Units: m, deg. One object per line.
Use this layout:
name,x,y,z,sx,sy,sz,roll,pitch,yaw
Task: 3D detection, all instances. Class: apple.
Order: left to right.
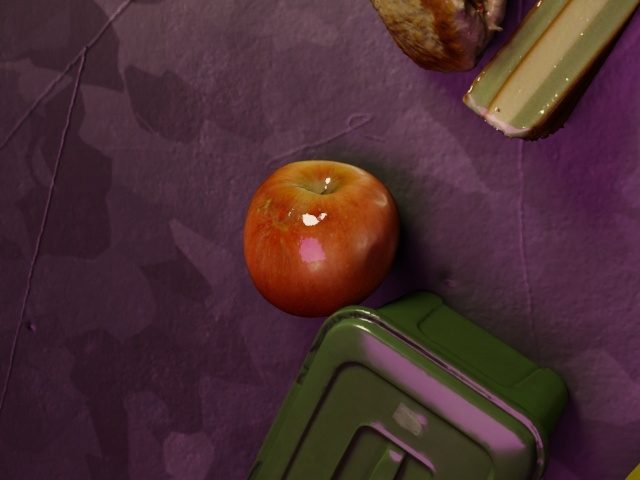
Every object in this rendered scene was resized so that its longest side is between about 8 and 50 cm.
apple,0.000,0.000,1.368,0.163,0.163,0.139,15,123,24

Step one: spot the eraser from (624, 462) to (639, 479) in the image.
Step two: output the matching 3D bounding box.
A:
eraser,0.300,0.261,1.286,0.069,0.158,0.226,41,122,14

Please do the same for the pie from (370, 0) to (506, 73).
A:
pie,0.086,-0.243,1.245,0.205,0.084,0.179,64,156,-4

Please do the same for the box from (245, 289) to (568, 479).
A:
box,0.090,0.223,1.383,0.253,0.178,0.328,35,122,17

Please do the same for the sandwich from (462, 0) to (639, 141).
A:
sandwich,0.211,-0.175,1.217,0.079,0.113,0.163,38,120,13
